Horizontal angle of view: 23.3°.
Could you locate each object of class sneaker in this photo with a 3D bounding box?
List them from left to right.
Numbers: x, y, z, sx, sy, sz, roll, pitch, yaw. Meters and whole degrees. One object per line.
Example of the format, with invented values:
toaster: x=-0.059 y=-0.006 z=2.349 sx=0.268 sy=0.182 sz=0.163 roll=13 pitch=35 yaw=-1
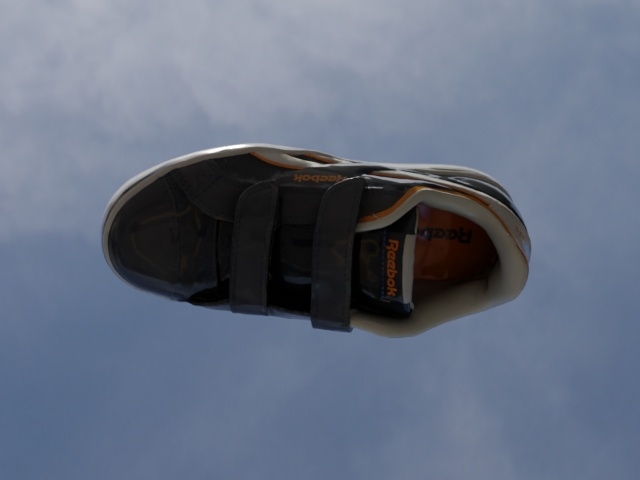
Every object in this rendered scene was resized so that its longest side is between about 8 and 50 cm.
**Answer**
sneaker: x=0.000 y=0.000 z=1.143 sx=0.321 sy=0.126 sz=0.127 roll=-3 pitch=-158 yaw=-8
